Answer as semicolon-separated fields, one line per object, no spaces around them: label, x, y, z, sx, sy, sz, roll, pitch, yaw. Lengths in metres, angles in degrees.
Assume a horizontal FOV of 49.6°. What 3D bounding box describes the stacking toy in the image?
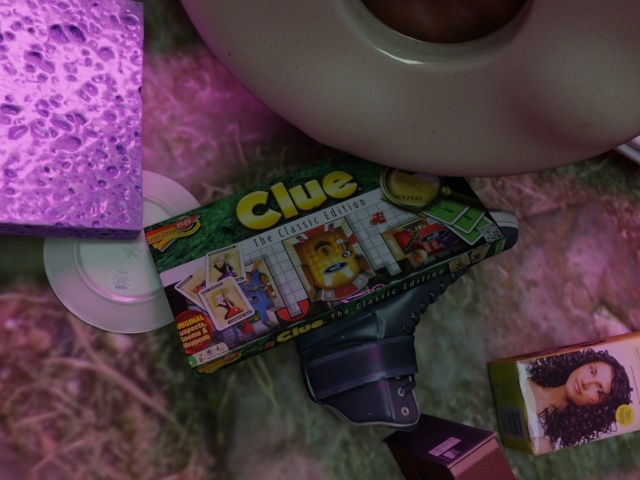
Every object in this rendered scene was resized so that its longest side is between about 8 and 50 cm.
stacking toy;0.121;-0.318;0.504;0.350;0.350;0.480;24;60;-10

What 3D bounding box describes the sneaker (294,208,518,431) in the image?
sneaker;0.084;0.071;0.592;0.226;0.086;0.164;-17;75;-7

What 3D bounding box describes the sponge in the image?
sponge;-0.204;-0.106;0.559;0.117;0.031;0.210;4;72;-28

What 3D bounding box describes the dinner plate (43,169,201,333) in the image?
dinner plate;-0.159;0.007;0.584;0.141;0.017;0.141;2;82;-14

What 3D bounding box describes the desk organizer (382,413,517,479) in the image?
desk organizer;0.104;0.181;0.564;0.047;0.130;0.050;-28;91;-18

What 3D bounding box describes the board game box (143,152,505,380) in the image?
board game box;0.000;0.000;0.556;0.259;0.030;0.136;-22;56;-10

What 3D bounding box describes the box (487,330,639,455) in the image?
box;0.280;0.135;0.656;0.232;0.058;0.087;-9;83;-17

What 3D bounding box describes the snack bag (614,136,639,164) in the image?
snack bag;0.329;-0.244;0.648;0.342;0.037;0.323;24;94;-23
